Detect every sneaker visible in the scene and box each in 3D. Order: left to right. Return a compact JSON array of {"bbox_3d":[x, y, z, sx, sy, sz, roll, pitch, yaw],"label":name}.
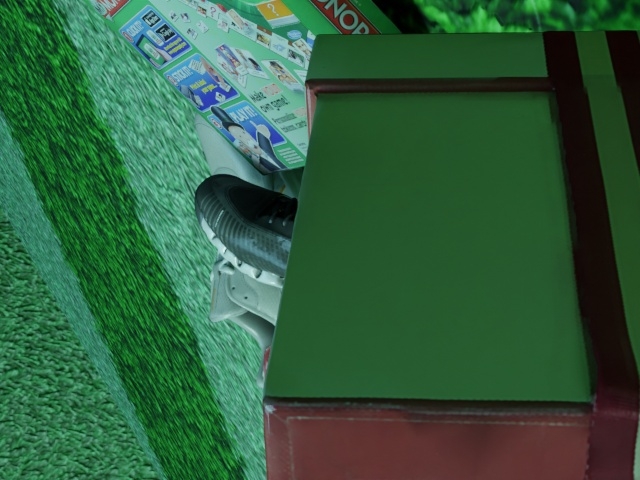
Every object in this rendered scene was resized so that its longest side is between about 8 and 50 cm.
[{"bbox_3d":[-0.056,0.007,1.160,0.262,0.121,0.099,63,161,-3],"label":"sneaker"},{"bbox_3d":[0.000,0.000,1.048,0.234,0.078,0.106,37,138,22],"label":"sneaker"}]

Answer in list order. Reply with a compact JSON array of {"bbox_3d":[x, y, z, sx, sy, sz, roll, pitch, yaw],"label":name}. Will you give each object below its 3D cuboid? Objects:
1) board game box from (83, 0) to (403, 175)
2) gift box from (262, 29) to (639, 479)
[{"bbox_3d":[-0.054,-0.142,0.947,0.213,0.046,0.317,45,165,-14],"label":"board game box"},{"bbox_3d":[0.096,0.079,0.492,0.258,0.255,0.276,-81,-5,-57],"label":"gift box"}]
